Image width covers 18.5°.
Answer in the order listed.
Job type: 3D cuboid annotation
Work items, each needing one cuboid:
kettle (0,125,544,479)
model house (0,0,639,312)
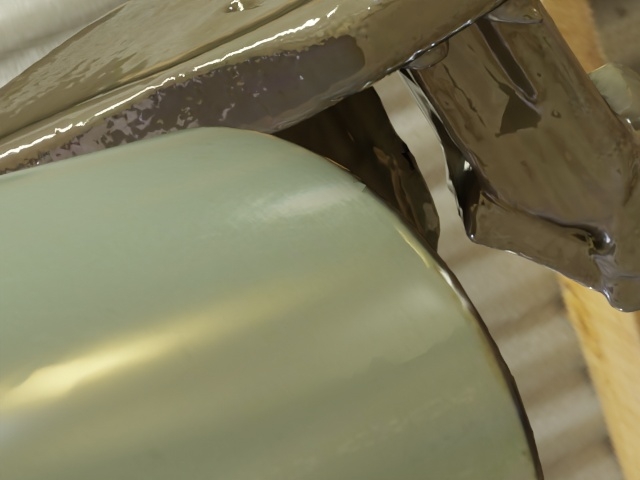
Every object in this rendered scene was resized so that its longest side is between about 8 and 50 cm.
[{"bbox_3d":[-0.072,0.079,0.336,0.236,0.221,0.161,-16,-75,-44],"label":"kettle"},{"bbox_3d":[-0.002,-0.008,0.612,0.229,0.122,0.188,-21,-53,21],"label":"model house"}]
